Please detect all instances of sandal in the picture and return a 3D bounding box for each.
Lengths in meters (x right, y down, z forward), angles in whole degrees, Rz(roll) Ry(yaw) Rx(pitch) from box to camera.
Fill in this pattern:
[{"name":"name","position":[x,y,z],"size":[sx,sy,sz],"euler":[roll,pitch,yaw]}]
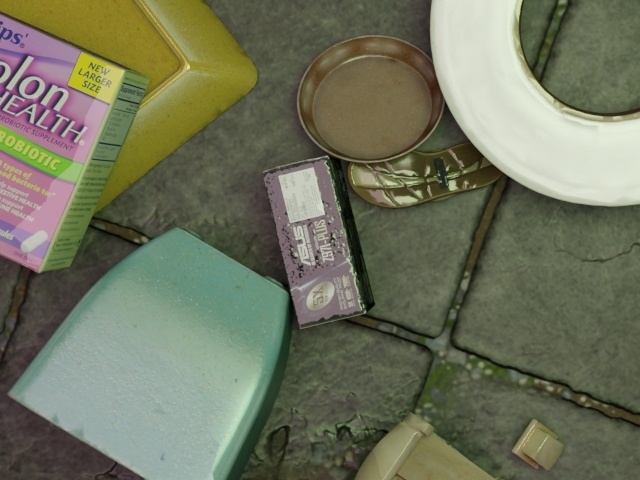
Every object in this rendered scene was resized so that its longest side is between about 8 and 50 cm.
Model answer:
[{"name":"sandal","position":[0.121,-0.076,1.693],"size":[0.180,0.049,0.072],"euler":[-9,85,-8]}]

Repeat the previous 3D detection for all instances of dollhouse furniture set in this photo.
[{"name":"dollhouse furniture set","position":[0.045,0.274,1.646],"size":[0.303,0.174,0.355],"euler":[40,84,-34]}]

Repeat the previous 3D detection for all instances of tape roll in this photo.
[{"name":"tape roll","position":[0.312,-0.230,1.577],"size":[0.392,0.072,0.391],"euler":[1,98,9]}]

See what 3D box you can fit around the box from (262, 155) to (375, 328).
[{"name":"box","position":[0.000,0.000,1.656],"size":[0.078,0.147,0.180],"euler":[-14,91,7]}]

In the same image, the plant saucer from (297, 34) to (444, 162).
[{"name":"plant saucer","position":[0.058,-0.157,1.678],"size":[0.169,0.029,0.168],"euler":[-3,65,6]}]

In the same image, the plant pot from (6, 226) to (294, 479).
[{"name":"plant pot","position":[-0.155,0.130,1.642],"size":[0.248,0.247,0.252],"euler":[31,84,5]}]

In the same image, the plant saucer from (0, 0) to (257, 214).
[{"name":"plant saucer","position":[-0.300,-0.219,1.721],"size":[0.333,0.081,0.333],"euler":[-38,87,7]}]

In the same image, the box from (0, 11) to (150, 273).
[{"name":"box","position":[-0.342,-0.116,1.629],"size":[0.214,0.117,0.243],"euler":[25,94,6]}]
